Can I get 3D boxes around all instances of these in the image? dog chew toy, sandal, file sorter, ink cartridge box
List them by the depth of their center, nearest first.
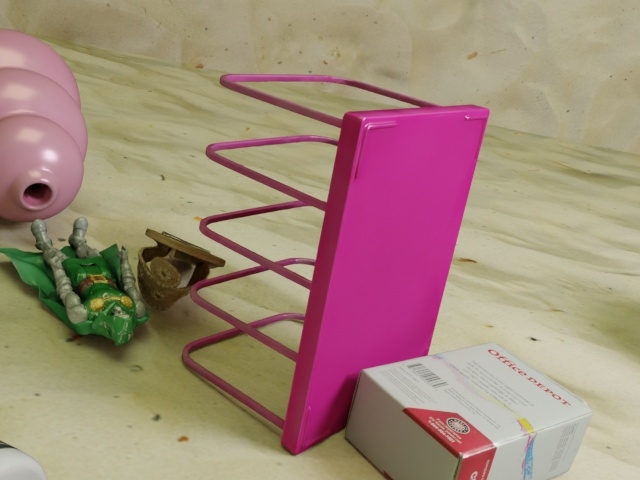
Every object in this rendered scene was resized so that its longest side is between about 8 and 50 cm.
[{"bbox_3d":[0.131,0.161,0.697,0.175,0.072,0.127,-4,26,-37],"label":"ink cartridge box"},{"bbox_3d":[0.000,0.000,0.737,0.182,0.291,0.202,24,24,34],"label":"file sorter"},{"bbox_3d":[-0.160,0.038,0.859,0.088,0.079,0.240,24,-3,-9],"label":"sandal"},{"bbox_3d":[-0.393,-0.139,1.010,0.206,0.207,0.332,-1,33,-32],"label":"dog chew toy"}]

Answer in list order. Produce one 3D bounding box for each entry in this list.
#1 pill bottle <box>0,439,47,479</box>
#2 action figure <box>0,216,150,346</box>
[{"bbox_3d":[-0.275,0.140,0.455,0.208,0.119,0.119,19,22,18],"label":"pill bottle"},{"bbox_3d":[-0.238,0.041,0.812,0.137,0.064,0.232,-7,28,-33],"label":"action figure"}]
